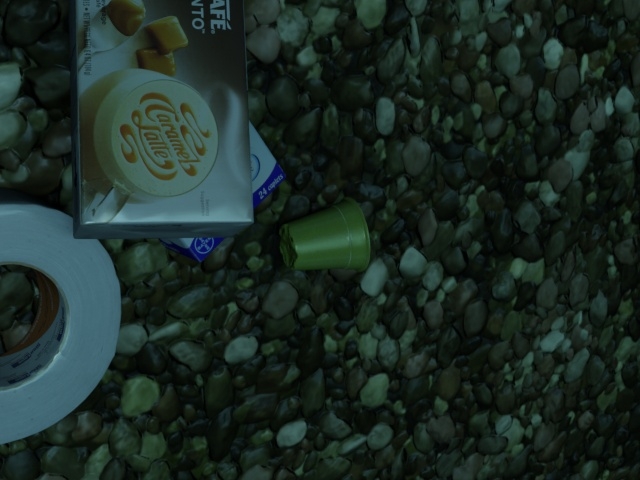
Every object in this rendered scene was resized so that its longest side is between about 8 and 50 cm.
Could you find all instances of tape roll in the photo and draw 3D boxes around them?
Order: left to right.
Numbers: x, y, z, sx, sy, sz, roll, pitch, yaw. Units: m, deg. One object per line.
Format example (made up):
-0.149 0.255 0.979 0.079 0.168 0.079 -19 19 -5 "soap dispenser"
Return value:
-0.288 0.066 0.895 0.219 0.072 0.219 -12 111 -33 "tape roll"

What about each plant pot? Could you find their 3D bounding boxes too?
0.000 0.000 1.089 0.079 0.083 0.083 -11 110 -20 "plant pot"

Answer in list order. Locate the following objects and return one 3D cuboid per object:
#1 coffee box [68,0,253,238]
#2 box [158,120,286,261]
-0.138 -0.128 0.860 0.141 0.098 0.246 0 83 -17 "coffee box"
-0.125 -0.073 0.974 0.126 0.072 0.137 -46 124 -17 "box"
